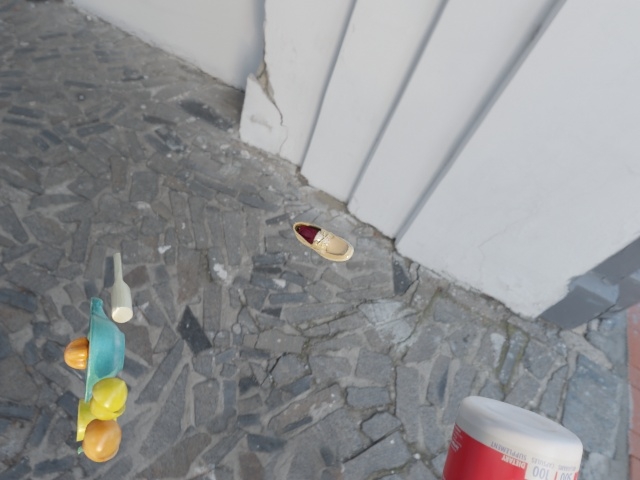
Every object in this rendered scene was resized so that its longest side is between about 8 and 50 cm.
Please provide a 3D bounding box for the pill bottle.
[{"bbox_3d":[0.343,0.542,0.853,0.229,0.229,0.408,15,86,-7],"label":"pill bottle"}]

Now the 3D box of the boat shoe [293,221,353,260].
[{"bbox_3d":[0.000,0.000,1.062,0.170,0.059,0.063,22,78,30],"label":"boat shoe"}]

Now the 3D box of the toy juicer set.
[{"bbox_3d":[-0.364,0.191,0.706,0.089,0.209,0.329,5,92,-29],"label":"toy juicer set"}]
